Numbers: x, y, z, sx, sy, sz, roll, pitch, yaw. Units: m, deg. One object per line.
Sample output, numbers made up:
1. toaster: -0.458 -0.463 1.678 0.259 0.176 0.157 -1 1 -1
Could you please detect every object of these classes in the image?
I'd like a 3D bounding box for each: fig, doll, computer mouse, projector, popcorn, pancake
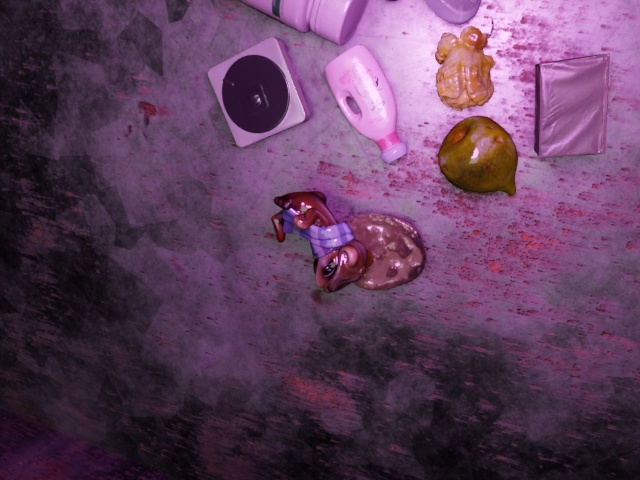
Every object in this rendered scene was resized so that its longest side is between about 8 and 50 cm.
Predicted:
1. fig: 0.464 -0.206 1.236 0.275 0.206 0.206 36 118 -21
2. doll: -0.004 0.002 1.383 0.209 0.318 0.340 -41 81 7
3. computer mouse: 0.316 -0.656 1.145 0.231 0.079 0.128 42 86 -15
4. projector: -0.189 -0.455 1.401 0.257 0.079 0.259 -17 104 22
5. popcorn: 0.388 -0.448 1.186 0.168 0.173 0.195 6 85 -23
6. pancake: 0.200 0.035 1.473 0.294 0.049 0.295 8 113 18

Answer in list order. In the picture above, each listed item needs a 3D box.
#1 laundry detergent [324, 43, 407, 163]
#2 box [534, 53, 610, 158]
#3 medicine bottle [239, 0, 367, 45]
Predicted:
1. laundry detergent: 0.145 -0.387 1.314 0.159 0.088 0.335 -24 101 28
2. box: 0.630 -0.341 1.142 0.148 0.155 0.232 -1 110 21
3. medicine bottle: -0.054 -0.682 1.204 0.339 0.208 0.208 29 115 6
